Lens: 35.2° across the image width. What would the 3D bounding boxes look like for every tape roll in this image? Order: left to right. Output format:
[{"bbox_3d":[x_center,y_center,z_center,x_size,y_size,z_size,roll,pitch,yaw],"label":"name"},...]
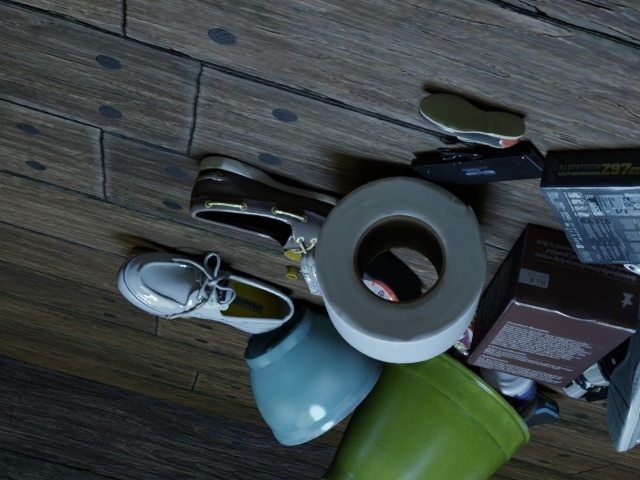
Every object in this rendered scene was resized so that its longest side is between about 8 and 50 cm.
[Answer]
[{"bbox_3d":[0.118,0.048,1.487,0.246,0.246,0.169,11,164,8],"label":"tape roll"}]

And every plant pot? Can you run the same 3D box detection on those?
[{"bbox_3d":[-0.040,0.265,2.167,0.196,0.293,0.293,51,147,-15],"label":"plant pot"},{"bbox_3d":[0.197,0.452,2.157,0.366,0.353,0.366,36,165,11],"label":"plant pot"}]

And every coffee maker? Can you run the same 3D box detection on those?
[{"bbox_3d":[0.553,0.239,1.884,0.171,0.120,0.178,16,160,-6],"label":"coffee maker"}]

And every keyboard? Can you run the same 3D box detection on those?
[{"bbox_3d":[0.210,-0.106,1.371,0.180,0.023,0.108,-4,159,38],"label":"keyboard"}]

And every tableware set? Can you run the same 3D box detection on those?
[{"bbox_3d":[-0.025,0.048,1.908,0.104,0.024,0.154,20,159,-13],"label":"tableware set"}]

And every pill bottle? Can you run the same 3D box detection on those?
[{"bbox_3d":[0.400,0.295,2.136,0.112,0.112,0.187,7,158,19],"label":"pill bottle"}]

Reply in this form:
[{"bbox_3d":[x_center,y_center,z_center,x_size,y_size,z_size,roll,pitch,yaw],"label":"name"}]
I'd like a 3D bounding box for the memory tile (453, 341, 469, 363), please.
[{"bbox_3d":[0.337,0.212,2.027,0.148,0.012,0.113,6,126,19],"label":"memory tile"}]

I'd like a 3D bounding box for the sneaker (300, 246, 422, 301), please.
[{"bbox_3d":[0.072,0.077,1.813,0.145,0.090,0.270,-5,152,32],"label":"sneaker"}]

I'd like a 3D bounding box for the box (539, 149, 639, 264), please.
[{"bbox_3d":[0.415,-0.039,1.352,0.183,0.059,0.232,1,155,31],"label":"box"}]

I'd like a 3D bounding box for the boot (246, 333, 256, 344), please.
[{"bbox_3d":[-0.081,0.255,2.389,0.106,0.082,0.219,25,159,-33],"label":"boot"}]

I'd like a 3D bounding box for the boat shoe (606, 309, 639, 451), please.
[{"bbox_3d":[0.562,0.227,1.695,0.103,0.118,0.321,8,118,-3],"label":"boat shoe"}]

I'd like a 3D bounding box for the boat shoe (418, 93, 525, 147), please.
[{"bbox_3d":[0.184,-0.145,1.255,0.137,0.049,0.043,12,162,-7],"label":"boat shoe"}]

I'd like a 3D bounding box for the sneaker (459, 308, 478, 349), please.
[{"bbox_3d":[0.263,0.154,1.944,0.083,0.070,0.185,11,154,30],"label":"sneaker"}]

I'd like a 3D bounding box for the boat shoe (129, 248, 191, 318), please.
[{"bbox_3d":[-0.344,0.119,2.188,0.109,0.098,0.302,8,158,15],"label":"boat shoe"}]

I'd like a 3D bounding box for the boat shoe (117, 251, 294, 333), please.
[{"bbox_3d":[-0.215,0.104,2.020,0.367,0.136,0.156,21,158,-25],"label":"boat shoe"}]

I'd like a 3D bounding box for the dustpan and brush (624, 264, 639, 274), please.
[{"bbox_3d":[0.554,0.056,1.479,0.211,0.060,0.147,23,143,18],"label":"dustpan and brush"}]

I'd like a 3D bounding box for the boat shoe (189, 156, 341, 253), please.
[{"bbox_3d":[-0.051,-0.033,1.616,0.324,0.097,0.116,20,158,-15],"label":"boat shoe"}]

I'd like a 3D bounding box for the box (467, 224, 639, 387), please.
[{"bbox_3d":[0.377,0.121,1.678,0.191,0.143,0.381,14,161,2],"label":"box"}]

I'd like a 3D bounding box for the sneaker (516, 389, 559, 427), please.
[{"bbox_3d":[0.417,0.415,2.413,0.139,0.125,0.340,20,161,-27],"label":"sneaker"}]
